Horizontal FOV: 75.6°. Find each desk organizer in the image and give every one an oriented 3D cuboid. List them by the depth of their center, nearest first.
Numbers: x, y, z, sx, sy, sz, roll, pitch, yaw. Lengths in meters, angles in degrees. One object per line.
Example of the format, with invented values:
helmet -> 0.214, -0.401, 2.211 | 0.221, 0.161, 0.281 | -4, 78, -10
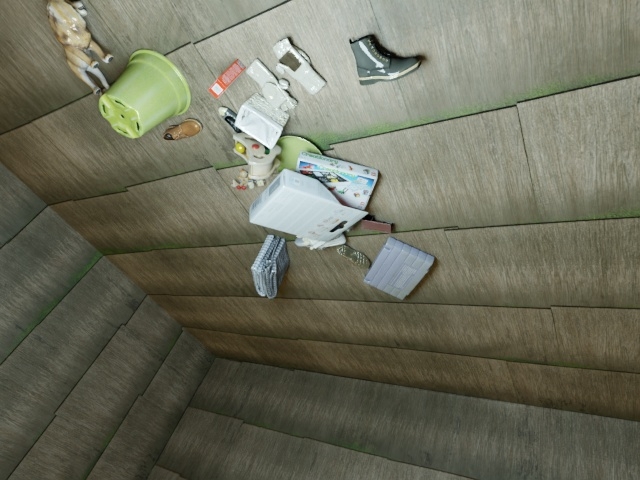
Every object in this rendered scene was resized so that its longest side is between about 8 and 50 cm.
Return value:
desk organizer -> 0.241, -0.073, 1.751 | 0.130, 0.047, 0.050 | 11, 139, 19

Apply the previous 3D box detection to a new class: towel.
towel -> -0.247, 0.137, 2.146 | 0.121, 0.235, 0.284 | 15, 143, 10

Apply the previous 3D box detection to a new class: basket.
basket -> -0.210, -0.443, 1.522 | 0.167, 0.103, 0.113 | 33, 143, -8

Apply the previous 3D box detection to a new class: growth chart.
growth chart -> -0.055, -0.064, 1.840 | 0.172, 0.021, 0.237 | -22, 117, 33

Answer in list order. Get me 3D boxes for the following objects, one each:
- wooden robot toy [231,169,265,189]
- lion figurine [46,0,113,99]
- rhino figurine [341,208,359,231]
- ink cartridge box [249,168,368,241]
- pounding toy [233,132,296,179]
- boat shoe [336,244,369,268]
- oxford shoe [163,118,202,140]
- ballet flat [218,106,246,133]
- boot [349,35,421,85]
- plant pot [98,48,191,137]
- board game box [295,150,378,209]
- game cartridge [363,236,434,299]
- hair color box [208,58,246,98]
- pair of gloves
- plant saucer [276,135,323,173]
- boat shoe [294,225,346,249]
wooden robot toy -> -0.336, -0.275, 1.836 | 0.173, 0.076, 0.079 | 5, 128, 26
lion figurine -> -0.927, -0.718, 1.593 | 0.240, 0.142, 0.392 | 41, 146, -8
rhino figurine -> 0.060, -0.109, 1.751 | 0.243, 0.073, 0.106 | 13, 142, -14
ink cartridge box -> -0.050, -0.125, 1.663 | 0.385, 0.091, 0.308 | 14, 150, -29
pounding toy -> -0.237, -0.291, 1.594 | 0.269, 0.154, 0.155 | 38, 142, 24
boat shoe -> 0.156, 0.076, 1.980 | 0.178, 0.064, 0.060 | 32, 174, -5
oxford shoe -> -0.587, -0.459, 1.755 | 0.212, 0.076, 0.076 | -6, 131, 34
ballet flat -> -0.336, -0.454, 1.628 | 0.057, 0.049, 0.173 | -16, 127, 44
boot -> 0.181, -0.539, 1.200 | 0.197, 0.077, 0.137 | -3, 130, 32
plant pot -> -0.682, -0.534, 1.568 | 0.276, 0.254, 0.276 | 17, 143, 13
board game box -> 0.052, -0.231, 1.618 | 0.305, 0.053, 0.193 | 14, 143, -3
game cartridge -> 0.359, 0.138, 1.930 | 0.230, 0.068, 0.355 | 21, 143, 0
hair color box -> -0.319, -0.556, 1.417 | 0.043, 0.141, 0.072 | 44, 140, -22
pair of gloves -> -0.124, -0.547, 1.395 | 0.240, 0.042, 0.204 | -15, 127, 43
plant saucer -> -0.084, -0.324, 1.647 | 0.241, 0.037, 0.241 | 16, 143, 12
boat shoe -> 0.000, 0.000, 1.952 | 0.267, 0.096, 0.088 | -14, 124, 31
